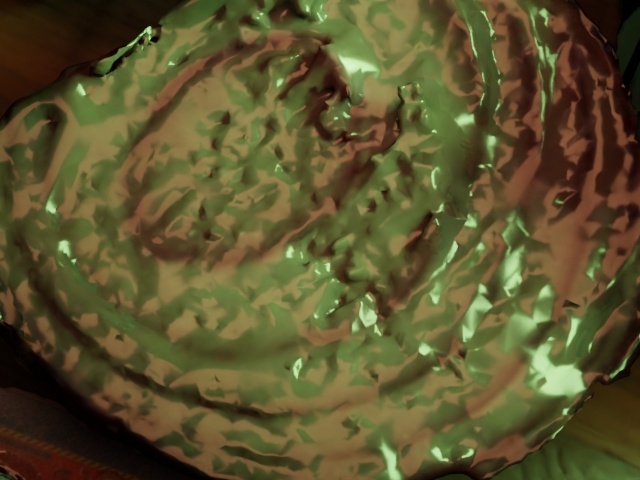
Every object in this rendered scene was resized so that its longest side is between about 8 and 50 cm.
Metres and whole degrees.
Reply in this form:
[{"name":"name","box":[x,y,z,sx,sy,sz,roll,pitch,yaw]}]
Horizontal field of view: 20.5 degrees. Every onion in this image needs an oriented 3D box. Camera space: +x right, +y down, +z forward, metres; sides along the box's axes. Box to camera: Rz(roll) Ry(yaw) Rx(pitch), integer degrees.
[{"name":"onion","box":[0.000,0.000,0.841,0.314,0.146,0.280,-37,82,-16]}]

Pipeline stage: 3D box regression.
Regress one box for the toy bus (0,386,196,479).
[{"name":"toy bus","box":[-0.100,0.126,0.814,0.192,0.065,0.077,21,54,-2]}]

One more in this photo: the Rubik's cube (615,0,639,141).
[{"name":"Rubik's cube","box":[0.313,-0.110,0.868,0.283,0.293,0.289,12,64,-2]}]
